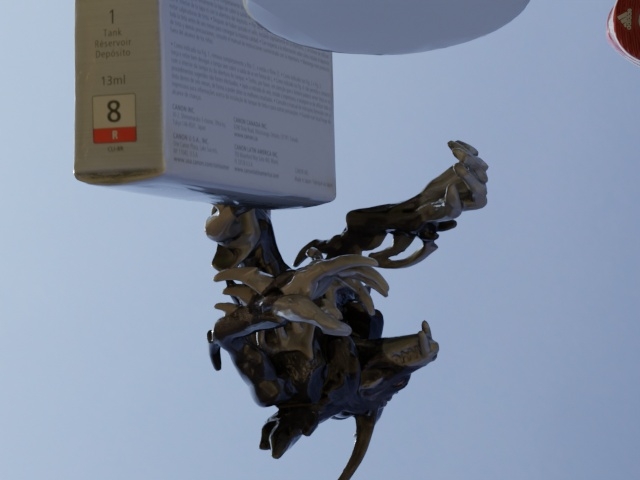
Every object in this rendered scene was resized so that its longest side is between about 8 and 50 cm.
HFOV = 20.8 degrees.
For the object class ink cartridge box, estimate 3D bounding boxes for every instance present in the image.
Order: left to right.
[{"bbox_3d":[-0.043,-0.105,0.669,0.045,0.145,0.179,-6,-95,25],"label":"ink cartridge box"}]

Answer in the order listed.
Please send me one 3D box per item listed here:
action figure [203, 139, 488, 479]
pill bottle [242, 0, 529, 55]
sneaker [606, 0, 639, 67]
[{"bbox_3d":[0.000,0.000,0.885,0.141,0.276,0.164,-11,-153,32],"label":"action figure"},{"bbox_3d":[0.017,-0.169,0.544,0.117,0.117,0.208,-9,-109,25],"label":"pill bottle"},{"bbox_3d":[0.309,-0.153,1.235,0.221,0.128,0.087,8,-86,0],"label":"sneaker"}]
